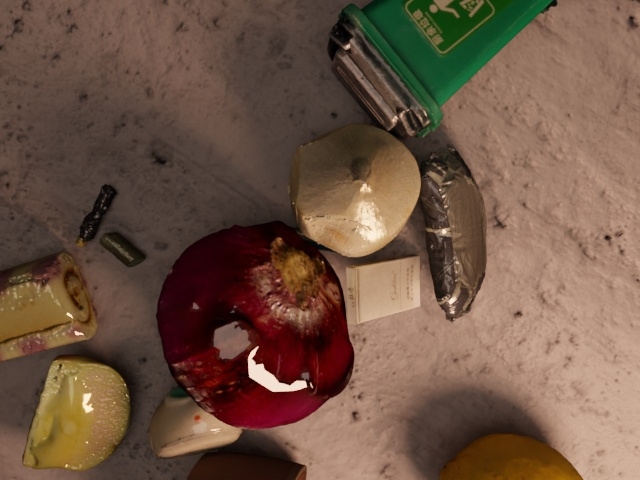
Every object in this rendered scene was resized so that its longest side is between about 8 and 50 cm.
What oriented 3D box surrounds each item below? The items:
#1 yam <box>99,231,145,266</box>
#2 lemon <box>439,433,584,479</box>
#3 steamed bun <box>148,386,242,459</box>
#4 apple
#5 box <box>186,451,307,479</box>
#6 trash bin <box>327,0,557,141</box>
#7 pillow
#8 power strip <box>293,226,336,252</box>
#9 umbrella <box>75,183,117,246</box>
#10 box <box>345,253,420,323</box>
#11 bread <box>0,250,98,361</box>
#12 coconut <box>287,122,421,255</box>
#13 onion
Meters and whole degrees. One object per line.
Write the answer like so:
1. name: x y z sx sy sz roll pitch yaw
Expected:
1. yam: -0.414 0.019 1.645 0.094 0.043 0.043 42 100 0
2. lemon: 0.377 0.520 1.524 0.297 0.297 0.297 1 98 5
3. steamed bun: -0.254 0.363 1.605 0.177 0.228 0.131 0 66 -32
4. apple: -0.498 0.363 1.668 0.193 0.120 0.265 17 102 -9
5. box: -0.167 0.577 1.591 0.216 0.301 0.301 11 99 11
6. trash bin: 0.218 -0.376 1.428 0.381 0.295 0.259 -39 93 -1
7. pillow: 0.255 -0.010 1.524 0.092 0.161 0.335 1 103 43
8. power strip: 0.000 0.000 1.595 0.123 0.056 0.032 10 98 3
9. umbrella: -0.469 -0.050 1.643 0.037 0.040 0.144 29 101 -8
10. box: 0.125 0.092 1.541 0.029 0.198 0.109 6 101 45
11. bread: -0.652 0.153 1.631 0.338 0.155 0.187 -16 104 5
12. coconut: 0.057 -0.094 1.461 0.244 0.247 0.245 0 77 1
13. onion: -0.170 0.183 1.514 0.420 0.398 0.398 -24 96 34
